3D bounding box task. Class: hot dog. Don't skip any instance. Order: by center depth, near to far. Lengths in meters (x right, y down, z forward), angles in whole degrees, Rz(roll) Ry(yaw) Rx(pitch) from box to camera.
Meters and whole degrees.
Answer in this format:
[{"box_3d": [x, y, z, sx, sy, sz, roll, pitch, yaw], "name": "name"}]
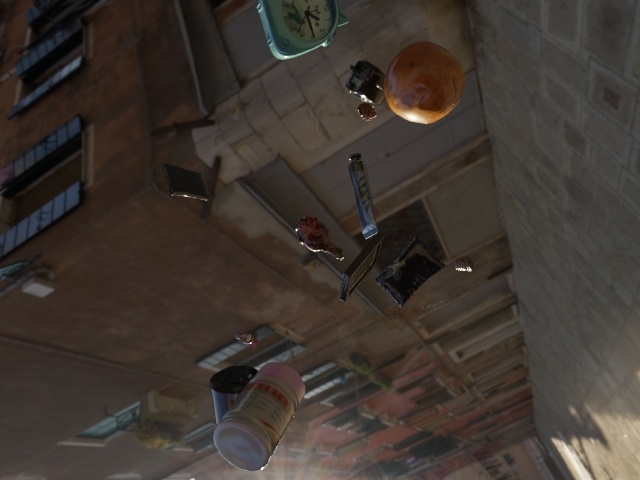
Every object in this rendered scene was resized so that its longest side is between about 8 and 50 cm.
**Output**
[{"box_3d": [0.564, 0.094, 1.686, 0.083, 0.035, 0.058, -3, 107, 59], "name": "hot dog"}]

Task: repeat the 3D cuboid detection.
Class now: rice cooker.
[{"box_3d": [0.172, -0.554, 1.531, 0.142, 0.118, 0.203, 42, -162, 28], "name": "rice cooker"}]

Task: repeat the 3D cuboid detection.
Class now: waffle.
[{"box_3d": [0.179, -0.502, 1.679, 0.083, 0.029, 0.075, -34, -97, -41], "name": "waffle"}]

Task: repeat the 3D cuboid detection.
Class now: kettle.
[{"box_3d": [-0.355, 0.690, 1.765, 0.203, 0.262, 0.308, -17, -70, -49], "name": "kettle"}]

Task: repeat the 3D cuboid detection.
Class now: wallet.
[{"box_3d": [-0.605, -0.261, 1.956, 0.146, 0.030, 0.285, 71, -163, 7], "name": "wallet"}]

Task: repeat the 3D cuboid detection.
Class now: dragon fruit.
[{"box_3d": [0.000, 0.000, 1.793, 0.246, 0.125, 0.125, 35, 157, -2], "name": "dragon fruit"}]

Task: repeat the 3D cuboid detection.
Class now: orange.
[{"box_3d": [0.310, -0.469, 1.297, 0.240, 0.240, 0.240, 57, -170, -16], "name": "orange"}]

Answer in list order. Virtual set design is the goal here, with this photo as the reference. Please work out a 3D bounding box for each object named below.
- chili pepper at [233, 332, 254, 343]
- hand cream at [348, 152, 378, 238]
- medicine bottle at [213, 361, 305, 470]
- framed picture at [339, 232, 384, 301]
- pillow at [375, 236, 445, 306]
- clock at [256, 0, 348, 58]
[{"box_3d": [-0.340, 0.433, 1.918, 0.027, 0.178, 0.045, 31, -114, -35], "name": "chili pepper"}, {"box_3d": [0.136, -0.146, 1.377, 0.091, 0.058, 0.271, 149, 114, -62], "name": "hand cream"}, {"box_3d": [-0.197, 0.586, 1.471, 0.202, 0.202, 0.316, 58, -152, -9], "name": "medicine bottle"}, {"box_3d": [0.111, 0.072, 1.161, 0.023, 0.168, 0.128, 31, 147, 20], "name": "framed picture"}, {"box_3d": [0.301, 0.106, 1.466, 0.141, 0.208, 0.055, 46, -172, 6], "name": "pillow"}, {"box_3d": [-0.050, -0.713, 1.366, 0.094, 0.274, 0.224, -140, 33, -65], "name": "clock"}]
